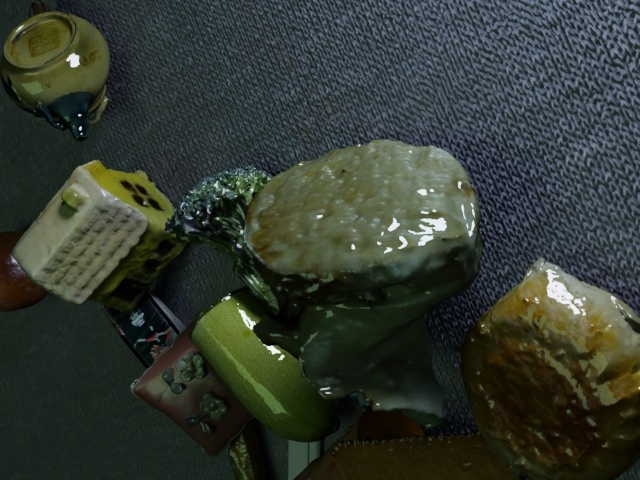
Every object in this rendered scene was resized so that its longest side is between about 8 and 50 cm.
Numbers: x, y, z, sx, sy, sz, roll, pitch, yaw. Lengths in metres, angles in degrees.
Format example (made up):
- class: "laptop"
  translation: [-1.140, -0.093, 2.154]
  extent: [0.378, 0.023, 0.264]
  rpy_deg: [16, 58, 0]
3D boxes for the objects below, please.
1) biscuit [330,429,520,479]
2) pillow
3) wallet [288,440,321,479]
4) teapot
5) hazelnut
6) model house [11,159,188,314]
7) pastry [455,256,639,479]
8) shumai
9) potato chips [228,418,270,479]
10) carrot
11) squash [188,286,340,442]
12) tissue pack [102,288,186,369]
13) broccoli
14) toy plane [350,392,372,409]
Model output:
- class: "biscuit"
  translation: [0.151, 0.329, 1.546]
  extent: [0.232, 0.013, 0.236]
  rpy_deg: [-9, 126, 23]
- class: "pillow"
  translation: [-0.177, 0.229, 1.863]
  extent: [0.179, 0.075, 0.171]
  rpy_deg: [42, 104, -4]
- class: "wallet"
  translation: [-0.024, 0.336, 1.850]
  extent: [0.061, 0.025, 0.122]
  rpy_deg: [21, 122, 34]
- class: "teapot"
  translation: [-0.408, -0.265, 1.920]
  extent: [0.182, 0.173, 0.269]
  rpy_deg: [67, 180, -51]
- class: "hazelnut"
  translation: [-0.573, 0.057, 2.260]
  extent: [0.150, 0.150, 0.150]
  rpy_deg: [24, 124, 41]
- class: "model house"
  translation: [-0.350, -0.016, 1.856]
  extent: [0.193, 0.234, 0.174]
  rpy_deg: [-47, 60, 14]
- class: "pastry"
  translation: [0.272, 0.155, 1.358]
  extent: [0.235, 0.121, 0.257]
  rpy_deg: [51, 136, 13]
- class: "shumai"
  translation: [0.065, 0.058, 1.443]
  extent: [0.330, 0.292, 0.288]
  rpy_deg: [-107, -6, -61]
- class: "potato chips"
  translation: [-0.070, 0.469, 1.938]
  extent: [0.080, 0.057, 0.406]
  rpy_deg: [-20, 91, 38]
- class: "carrot"
  translation: [0.043, 0.340, 1.681]
  extent: [0.138, 0.139, 0.302]
  rpy_deg: [55, 145, 15]
- class: "squash"
  translation: [-0.068, 0.193, 1.747]
  extent: [0.247, 0.133, 0.132]
  rpy_deg: [49, 137, 22]
- class: "tissue pack"
  translation: [-0.270, 0.154, 1.976]
  extent: [0.170, 0.090, 0.103]
  rpy_deg: [45, 176, 24]
- class: "broccoli"
  translation: [-0.079, 0.037, 1.705]
  extent: [0.304, 0.145, 0.165]
  rpy_deg: [51, 144, 1]
- class: "toy plane"
  translation: [0.050, 0.095, 1.603]
  extent: [0.169, 0.078, 0.246]
  rpy_deg: [174, 84, -83]
